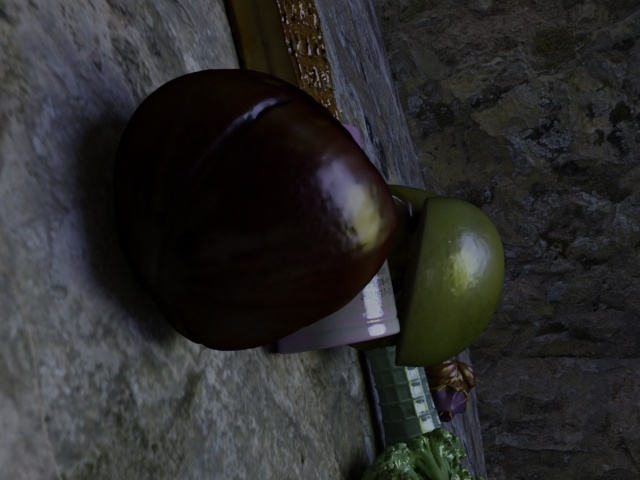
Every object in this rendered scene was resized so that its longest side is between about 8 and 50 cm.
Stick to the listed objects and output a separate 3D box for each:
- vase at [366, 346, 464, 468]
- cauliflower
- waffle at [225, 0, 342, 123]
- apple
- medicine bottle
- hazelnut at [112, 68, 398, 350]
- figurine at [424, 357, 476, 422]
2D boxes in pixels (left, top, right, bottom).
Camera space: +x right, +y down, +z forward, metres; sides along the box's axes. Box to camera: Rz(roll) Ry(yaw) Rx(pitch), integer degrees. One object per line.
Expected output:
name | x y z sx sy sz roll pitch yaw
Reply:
vase | 0.151 0.274 1.206 0.143 0.143 0.298 12 64 -74
cauliflower | 0.192 0.424 0.987 0.275 0.250 0.272 -23 101 -42
waffle | -0.055 -0.295 0.976 0.213 0.091 0.308 -39 115 -74
apple | 0.129 0.048 1.011 0.292 0.292 0.254 -48 145 -72
medicine bottle | 0.000 0.000 0.818 0.152 0.152 0.254 15 63 -74
hazelnut | -0.064 -0.027 0.543 0.229 0.230 0.229 -12 90 -76
figurine | 0.243 0.280 1.462 0.263 0.142 0.189 -112 -140 -63
